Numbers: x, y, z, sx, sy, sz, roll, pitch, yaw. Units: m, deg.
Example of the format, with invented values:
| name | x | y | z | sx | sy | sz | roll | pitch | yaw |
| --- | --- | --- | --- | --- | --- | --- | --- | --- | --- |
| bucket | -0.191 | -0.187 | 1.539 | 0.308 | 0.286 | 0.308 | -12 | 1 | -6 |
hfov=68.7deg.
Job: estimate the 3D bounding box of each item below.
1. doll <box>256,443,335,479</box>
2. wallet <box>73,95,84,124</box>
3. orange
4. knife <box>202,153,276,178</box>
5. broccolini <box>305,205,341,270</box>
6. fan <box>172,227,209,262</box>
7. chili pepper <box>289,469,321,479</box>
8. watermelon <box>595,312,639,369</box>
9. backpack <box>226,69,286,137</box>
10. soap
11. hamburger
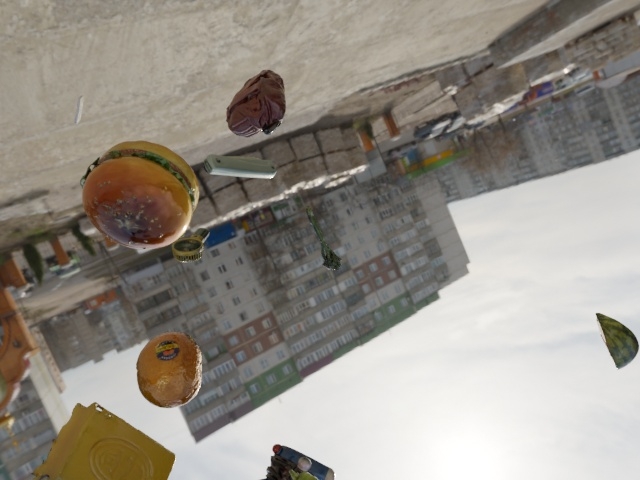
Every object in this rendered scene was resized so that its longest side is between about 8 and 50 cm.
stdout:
| name | x | y | z | sx | sy | sz | roll | pitch | yaw |
| --- | --- | --- | --- | --- | --- | --- | --- | --- | --- |
| doll | -0.121 | 0.761 | 1.334 | 0.310 | 0.240 | 0.284 | -61 | 177 | -27 |
| wallet | -0.721 | -0.389 | 1.397 | 0.011 | 0.083 | 0.044 | 15 | -159 | -19 |
| orange | -0.360 | 0.308 | 1.122 | 0.155 | 0.178 | 0.177 | -12 | 180 | -19 |
| knife | -0.136 | -0.130 | 0.812 | 0.023 | 0.044 | 0.162 | -38 | 162 | 31 |
| broccolini | 0.001 | 0.005 | 1.503 | 0.071 | 0.254 | 0.058 | -23 | -145 | 7 |
| fan | -0.348 | 0.010 | 1.292 | 0.082 | 0.039 | 0.155 | 7 | -150 | 9 |
| chili pepper | 0.035 | 0.485 | 0.900 | 0.049 | 0.208 | 0.043 | -37 | -146 | 58 |
| watermelon | 0.724 | 0.250 | 1.124 | 0.068 | 0.163 | 0.087 | -23 | -150 | 23 |
| backpack | -0.207 | -0.417 | 1.452 | 0.229 | 0.229 | 0.138 | -20 | 144 | 36 |
| soap | -0.534 | 0.574 | 1.201 | 0.096 | 0.324 | 0.204 | -14 | -139 | 28 |
| hamburger | -0.381 | -0.079 | 0.985 | 0.246 | 0.246 | 0.170 | -22 | -144 | 15 |
